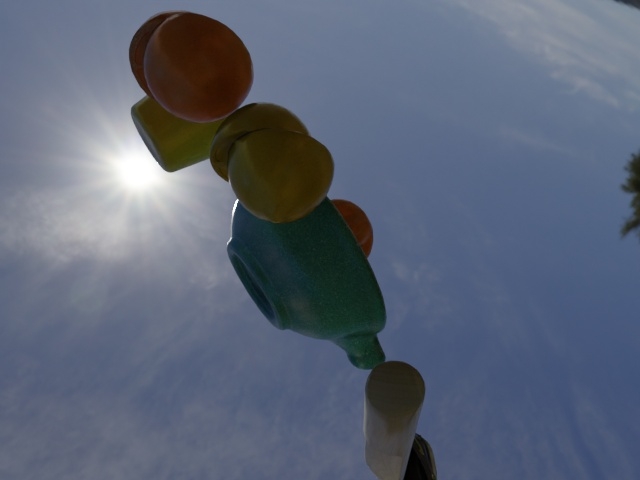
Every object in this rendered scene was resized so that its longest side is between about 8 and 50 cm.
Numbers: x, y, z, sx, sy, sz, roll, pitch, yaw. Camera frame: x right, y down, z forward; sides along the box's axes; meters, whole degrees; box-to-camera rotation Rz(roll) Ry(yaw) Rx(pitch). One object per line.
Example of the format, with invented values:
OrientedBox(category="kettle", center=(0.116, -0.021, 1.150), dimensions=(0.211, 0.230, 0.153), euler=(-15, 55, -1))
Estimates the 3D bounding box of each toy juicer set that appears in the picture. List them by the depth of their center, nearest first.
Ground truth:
OrientedBox(category="toy juicer set", center=(0.000, 0.000, 0.428), dimensions=(0.089, 0.209, 0.329), euler=(-32, -97, -15))

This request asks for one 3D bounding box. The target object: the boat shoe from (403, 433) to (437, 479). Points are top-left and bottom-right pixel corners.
OrientedBox(category="boat shoe", center=(0.120, 0.337, 0.902), dimensions=(0.068, 0.081, 0.227), euler=(46, -160, -40))
